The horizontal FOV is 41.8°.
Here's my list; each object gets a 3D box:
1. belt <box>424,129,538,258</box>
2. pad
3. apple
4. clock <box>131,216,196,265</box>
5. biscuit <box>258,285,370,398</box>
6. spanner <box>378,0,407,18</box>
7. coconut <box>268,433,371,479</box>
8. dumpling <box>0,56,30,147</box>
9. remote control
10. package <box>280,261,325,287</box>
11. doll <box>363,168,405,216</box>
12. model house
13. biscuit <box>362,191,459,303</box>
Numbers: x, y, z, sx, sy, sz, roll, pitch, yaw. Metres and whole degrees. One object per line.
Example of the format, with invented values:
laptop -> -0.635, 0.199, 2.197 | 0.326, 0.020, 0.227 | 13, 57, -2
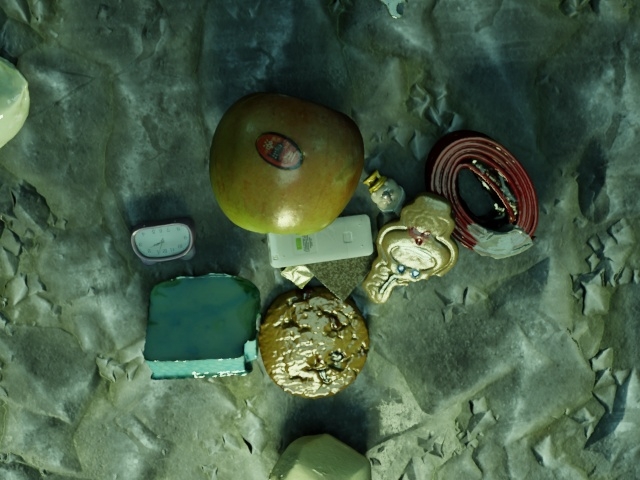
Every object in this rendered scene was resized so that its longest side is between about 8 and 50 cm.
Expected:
belt -> 0.375, -0.101, 1.952 | 0.227, 0.115, 0.324 | -32, 103, 9
pad -> 0.021, 0.011, 1.991 | 0.235, 0.003, 0.158 | 43, 78, -13
apple -> -0.080, -0.154, 1.797 | 0.338, 0.338, 0.305 | 16, 95, -7
clock -> -0.368, 0.008, 1.974 | 0.152, 0.050, 0.110 | -8, 106, -1
biscuit -> -0.015, 0.254, 2.050 | 0.296, 0.075, 0.296 | -1, 105, -3
spanner -> 0.083, -0.574, 1.852 | 0.254, 0.015, 0.054 | 30, 104, -10
coconut -> 0.011, 0.616, 2.050 | 0.247, 0.245, 0.245 | 28, 106, 28
dumpling -> -0.736, -0.308, 1.844 | 0.179, 0.131, 0.252 | 40, 123, 7
remote control -> 0.000, 0.000, 1.962 | 0.250, 0.034, 0.103 | -8, 93, -16
package -> -0.031, 0.044, 2.003 | 0.071, 0.047, 0.131 | 41, 99, -16
doll -> 0.158, -0.104, 1.952 | 0.073, 0.084, 0.127 | -43, 96, 10
model house -> -0.264, 0.237, 1.997 | 0.261, 0.226, 0.241 | -2, 143, 1
biscuit -> 0.206, 0.031, 1.945 | 0.183, 0.047, 0.320 | 42, 120, -5
